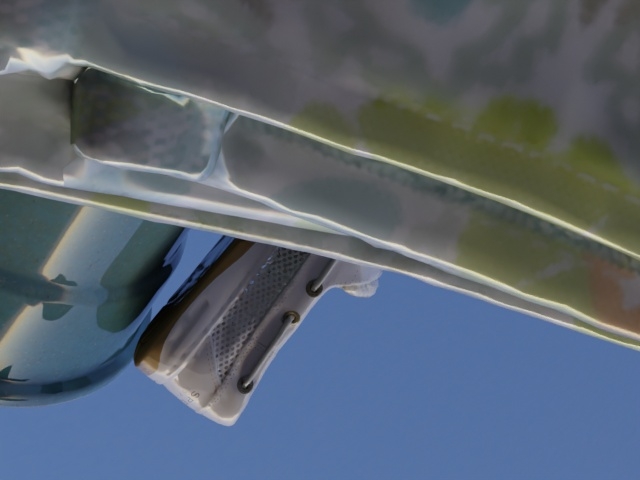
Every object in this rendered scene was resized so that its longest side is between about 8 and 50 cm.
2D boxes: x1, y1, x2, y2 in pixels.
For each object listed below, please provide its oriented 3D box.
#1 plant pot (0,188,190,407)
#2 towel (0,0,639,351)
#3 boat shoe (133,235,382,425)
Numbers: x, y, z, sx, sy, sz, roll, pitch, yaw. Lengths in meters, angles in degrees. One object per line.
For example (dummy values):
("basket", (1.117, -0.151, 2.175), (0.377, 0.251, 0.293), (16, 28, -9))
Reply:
("plant pot", (-0.164, -0.131, 1.153), (0.341, 0.341, 0.334), (46, -61, 8))
("towel", (0.112, -0.149, 0.379), (0.320, 0.090, 0.374), (18, -80, -23))
("boat shoe", (0.000, 0.000, 1.202), (0.096, 0.098, 0.277), (41, -92, -10))
